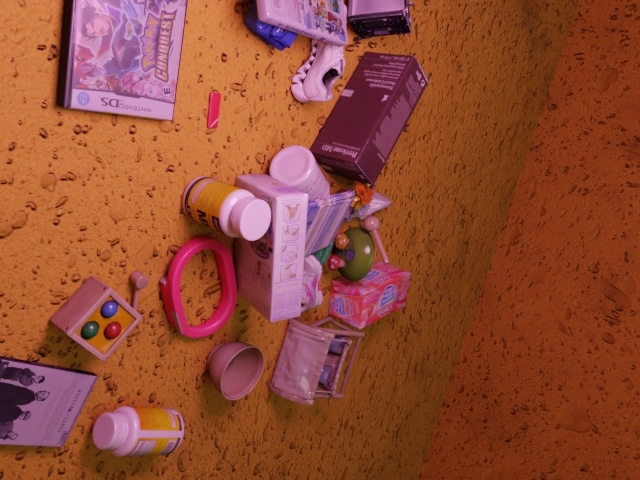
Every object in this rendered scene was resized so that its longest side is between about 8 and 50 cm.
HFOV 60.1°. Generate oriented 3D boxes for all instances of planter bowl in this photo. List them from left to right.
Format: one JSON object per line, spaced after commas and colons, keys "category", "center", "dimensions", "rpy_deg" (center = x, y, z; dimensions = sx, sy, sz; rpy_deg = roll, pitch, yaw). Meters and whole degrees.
{"category": "planter bowl", "center": [-0.257, 0.359, 1.590], "dimensions": [0.162, 0.109, 0.162], "rpy_deg": [-28, 128, -42]}

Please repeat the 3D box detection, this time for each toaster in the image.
{"category": "toaster", "center": [0.163, -0.646, 1.556], "dimensions": [0.168, 0.185, 0.110], "rpy_deg": [-2, 92, -73]}

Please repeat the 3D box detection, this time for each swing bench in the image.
{"category": "swing bench", "center": [-0.013, 0.405, 1.879], "dimensions": [0.254, 0.165, 0.254], "rpy_deg": [8, 101, -53]}

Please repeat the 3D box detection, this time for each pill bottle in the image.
{"category": "pill bottle", "center": [-0.456, 0.479, 1.388], "dimensions": [0.215, 0.117, 0.117], "rpy_deg": [29, 84, -54]}
{"category": "pill bottle", "center": [-0.225, -0.076, 1.331], "dimensions": [0.119, 0.208, 0.119], "rpy_deg": [-26, 126, -43]}
{"category": "pill bottle", "center": [-0.046, -0.158, 1.580], "dimensions": [0.131, 0.131, 0.229], "rpy_deg": [-59, 152, -13]}

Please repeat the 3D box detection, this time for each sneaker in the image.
{"category": "sneaker", "center": [-0.061, 0.136, 1.737], "dimensions": [0.111, 0.102, 0.253], "rpy_deg": [-39, 134, -37]}
{"category": "sneaker", "center": [0.026, -0.512, 1.519], "dimensions": [0.110, 0.118, 0.292], "rpy_deg": [19, 90, -52]}
{"category": "sneaker", "center": [0.159, -0.113, 1.934], "dimensions": [0.212, 0.080, 0.094], "rpy_deg": [-9, 126, -42]}

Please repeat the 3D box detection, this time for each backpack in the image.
{"category": "backpack", "center": [-0.112, -0.531, 1.338], "dimensions": [0.120, 0.101, 0.098], "rpy_deg": [23, 99, -51]}

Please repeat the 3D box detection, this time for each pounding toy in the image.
{"category": "pounding toy", "center": [-0.456, 0.162, 1.250], "dimensions": [0.206, 0.094, 0.181], "rpy_deg": [-52, 140, -21]}
{"category": "pounding toy", "center": [0.096, 0.031, 1.807], "dimensions": [0.110, 0.236, 0.183], "rpy_deg": [6, 65, -37]}

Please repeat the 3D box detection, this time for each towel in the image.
{"category": "towel", "center": [-0.009, -0.043, 1.595], "dimensions": [0.285, 0.034, 0.209], "rpy_deg": [-22, 143, -58]}

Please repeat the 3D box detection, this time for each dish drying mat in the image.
{"category": "dish drying mat", "center": [-0.258, -0.316, 1.341], "dimensions": [0.032, 0.008, 0.083], "rpy_deg": [-9, 114, -49]}

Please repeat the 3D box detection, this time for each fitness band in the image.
{"category": "fitness band", "center": [-0.315, 0.128, 1.457], "dimensions": [0.209, 0.054, 0.291], "rpy_deg": [-35, 133, -41]}

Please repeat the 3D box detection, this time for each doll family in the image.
{"category": "doll family", "center": [0.140, -0.186, 1.765], "dimensions": [0.163, 0.118, 0.263], "rpy_deg": [72, 36, -60]}

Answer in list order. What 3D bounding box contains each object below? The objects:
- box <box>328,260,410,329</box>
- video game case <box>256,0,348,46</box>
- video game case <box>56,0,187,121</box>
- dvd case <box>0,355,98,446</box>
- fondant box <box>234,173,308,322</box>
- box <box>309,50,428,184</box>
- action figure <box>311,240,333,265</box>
{"category": "box", "center": [0.183, 0.194, 2.039], "dimensions": [0.299, 0.154, 0.142], "rpy_deg": [-17, 119, -46]}
{"category": "video game case", "center": [-0.051, -0.656, 1.318], "dimensions": [0.299, 0.036, 0.329], "rpy_deg": [-6, 89, -51]}
{"category": "video game case", "center": [-0.391, -0.390, 1.112], "dimensions": [0.248, 0.035, 0.275], "rpy_deg": [-5, 111, -51]}
{"category": "dvd case", "center": [-0.621, 0.353, 1.190], "dimensions": [0.238, 0.029, 0.179], "rpy_deg": [35, 79, -54]}
{"category": "fondant box", "center": [-0.137, 0.013, 1.445], "dimensions": [0.096, 0.238, 0.331], "rpy_deg": [-9, 112, -31]}
{"category": "box", "center": [0.148, -0.377, 1.680], "dimensions": [0.143, 0.191, 0.382], "rpy_deg": [39, 75, -51]}
{"category": "action figure", "center": [0.000, 0.000, 1.781], "dimensions": [0.137, 0.063, 0.233], "rpy_deg": [8, 96, -55]}
